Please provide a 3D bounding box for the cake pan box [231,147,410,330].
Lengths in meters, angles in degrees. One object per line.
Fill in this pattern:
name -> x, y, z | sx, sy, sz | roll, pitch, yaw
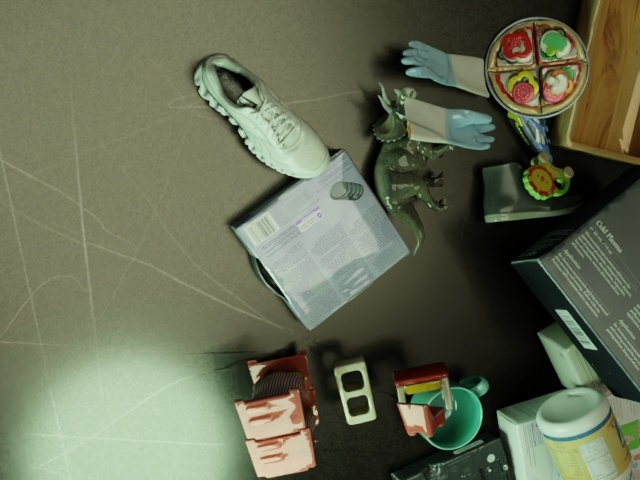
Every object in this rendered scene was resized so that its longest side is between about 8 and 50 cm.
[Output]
cake pan box -> 0.000, 0.000, 1.648 | 0.267, 0.070, 0.245 | -38, 105, -9

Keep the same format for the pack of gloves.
pack of gloves -> 0.250, -0.272, 1.625 | 0.232, 0.046, 0.195 | 3, 76, -38

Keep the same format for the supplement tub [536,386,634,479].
supplement tub -> 0.525, 0.405, 1.726 | 0.144, 0.144, 0.199 | -29, 105, -11

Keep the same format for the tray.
tray -> 0.607, -0.373, 1.780 | 0.203, 0.076, 0.410 | 11, 94, -18

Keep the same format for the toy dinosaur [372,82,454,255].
toy dinosaur -> 0.163, -0.135, 1.669 | 0.160, 0.121, 0.313 | 5, 100, -6

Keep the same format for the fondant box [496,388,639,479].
fondant box -> 0.556, 0.439, 1.867 | 0.330, 0.096, 0.238 | -13, 102, -14

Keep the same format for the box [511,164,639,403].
box -> 0.603, 0.078, 1.658 | 0.312, 0.179, 0.343 | -37, 89, -5

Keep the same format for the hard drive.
hard drive -> 0.302, 0.593, 1.827 | 0.237, 0.064, 0.339 | -21, 103, -13

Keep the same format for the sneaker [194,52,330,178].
sneaker -> -0.101, -0.217, 1.541 | 0.292, 0.118, 0.110 | 40, 83, -9

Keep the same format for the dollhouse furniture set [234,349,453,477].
dollhouse furniture set -> 0.051, 0.284, 1.585 | 0.374, 0.201, 0.152 | -12, 102, 3

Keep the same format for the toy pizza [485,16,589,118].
toy pizza -> 0.423, -0.338, 1.708 | 0.201, 0.032, 0.201 | 0, 88, 5

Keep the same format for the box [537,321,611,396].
box -> 0.598, 0.207, 1.820 | 0.232, 0.127, 0.148 | -30, 107, -6

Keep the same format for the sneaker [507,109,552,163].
sneaker -> 0.434, -0.213, 1.759 | 0.059, 0.053, 0.144 | -36, 107, -12

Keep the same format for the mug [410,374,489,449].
mug -> 0.257, 0.339, 1.759 | 0.158, 0.097, 0.129 | -7, 99, -17

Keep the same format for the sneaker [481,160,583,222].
sneaker -> 0.428, -0.105, 1.757 | 0.222, 0.083, 0.118 | -7, 92, -21

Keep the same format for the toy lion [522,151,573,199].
toy lion -> 0.443, -0.118, 1.720 | 0.100, 0.034, 0.096 | 28, 60, -15
